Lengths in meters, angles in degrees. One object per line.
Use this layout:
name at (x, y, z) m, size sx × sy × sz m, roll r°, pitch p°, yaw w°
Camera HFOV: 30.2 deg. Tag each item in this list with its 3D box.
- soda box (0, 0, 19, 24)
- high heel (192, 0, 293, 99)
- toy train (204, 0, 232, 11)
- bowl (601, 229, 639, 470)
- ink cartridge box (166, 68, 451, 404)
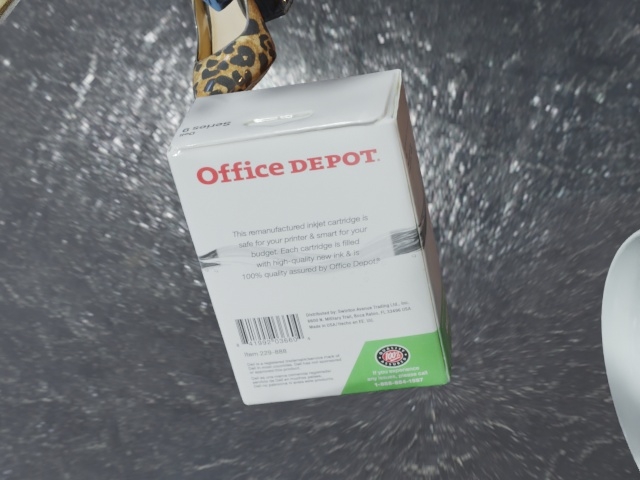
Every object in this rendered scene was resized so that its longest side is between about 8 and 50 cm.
soda box at (-0.309, -0.168, 0.962) m, size 0.061 × 0.058 × 0.181 m, roll 39°, pitch 89°, yaw -10°
high heel at (-0.121, -0.251, 1.203) m, size 0.093 × 0.261 × 0.186 m, roll -20°, pitch 123°, yaw 30°
toy train at (-0.063, -0.172, 0.467) m, size 0.105 × 0.184 × 0.080 m, roll 39°, pitch 81°, yaw 13°
bowl at (0.363, 0.115, 0.965) m, size 0.134 × 0.298 × 0.298 m, roll -15°, pitch 82°, yaw -14°
ink cartridge box at (0.000, 0.000, 1.124) m, size 0.211 × 0.121 × 0.289 m, roll -7°, pitch 120°, yaw 12°
